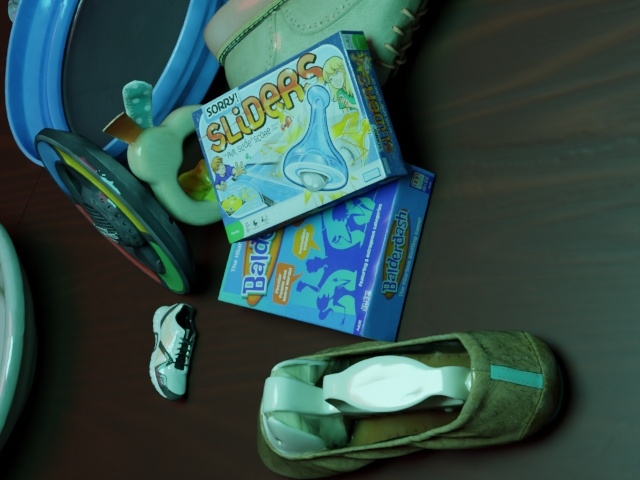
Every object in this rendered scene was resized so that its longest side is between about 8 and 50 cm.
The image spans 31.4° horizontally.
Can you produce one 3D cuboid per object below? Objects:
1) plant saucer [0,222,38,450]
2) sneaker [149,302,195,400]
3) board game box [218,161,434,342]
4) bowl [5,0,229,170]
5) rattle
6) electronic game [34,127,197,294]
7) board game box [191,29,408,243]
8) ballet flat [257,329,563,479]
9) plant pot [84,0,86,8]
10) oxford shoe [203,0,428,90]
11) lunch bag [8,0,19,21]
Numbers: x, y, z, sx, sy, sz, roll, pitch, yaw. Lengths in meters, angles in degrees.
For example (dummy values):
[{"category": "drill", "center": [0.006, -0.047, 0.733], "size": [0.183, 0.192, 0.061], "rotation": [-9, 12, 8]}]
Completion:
[{"category": "plant saucer", "center": [-0.463, 0.158, 1.469], "size": [0.400, 0.100, 0.400], "rotation": [-17, 65, 43]}, {"category": "sneaker", "center": [-0.154, 0.116, 1.207], "size": [0.044, 0.040, 0.109], "rotation": [-24, 61, 37]}, {"category": "board game box", "center": [0.000, 0.000, 1.079], "size": [0.210, 0.047, 0.160], "rotation": [9, 84, 48]}, {"category": "bowl", "center": [-0.237, -0.261, 1.342], "size": [0.391, 0.077, 0.391], "rotation": [-18, 65, 42]}, {"category": "rattle", "center": [-0.174, -0.095, 1.177], "size": [0.143, 0.200, 0.130], "rotation": [28, 98, 47]}, {"category": "electronic game", "center": [-0.216, -0.029, 1.198], "size": [0.048, 0.229, 0.229], "rotation": [-46, 40, -17]}, {"category": "board game box", "center": [-0.024, -0.090, 1.040], "size": [0.201, 0.035, 0.136], "rotation": [-22, 82, 40]}, {"category": "ballet flat", "center": [0.033, 0.133, 0.945], "size": [0.342, 0.124, 0.116], "rotation": [-14, 67, 43]}, {"category": "plant pot", "center": [-0.215, -0.313, 1.417], "size": [0.236, 0.032, 0.236], "rotation": [-18, 64, 41]}, {"category": "oxford shoe", "center": [0.064, -0.227, 1.052], "size": [0.397, 0.140, 0.146], "rotation": [-31, 78, 39]}, {"category": "lunch bag", "center": [-0.382, -0.307, 1.558], "size": [0.083, 0.071, 0.053], "rotation": [43, 110, 45]}]
